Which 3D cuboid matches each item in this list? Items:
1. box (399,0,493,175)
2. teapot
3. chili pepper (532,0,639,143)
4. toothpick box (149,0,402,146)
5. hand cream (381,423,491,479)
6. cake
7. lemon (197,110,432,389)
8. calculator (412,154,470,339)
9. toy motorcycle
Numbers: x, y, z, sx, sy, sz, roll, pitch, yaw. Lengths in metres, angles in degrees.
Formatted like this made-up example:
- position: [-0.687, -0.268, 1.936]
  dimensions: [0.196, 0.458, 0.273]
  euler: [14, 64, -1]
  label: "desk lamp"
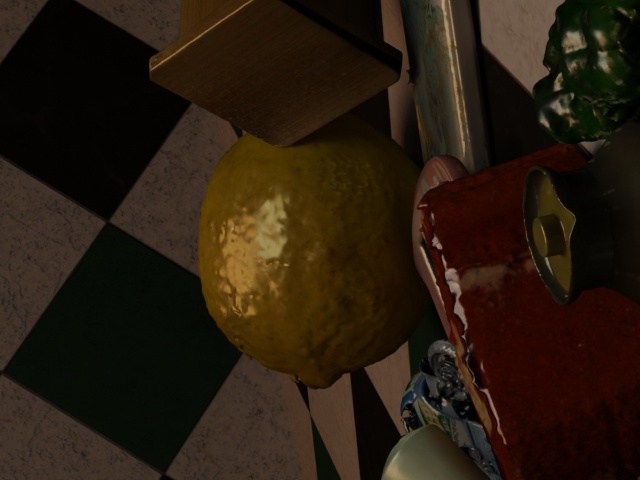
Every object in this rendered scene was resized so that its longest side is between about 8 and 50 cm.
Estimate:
- position: [0.116, -0.183, 1.688]
  dimensions: [0.142, 0.044, 0.285]
  euler: [-146, 45, -70]
  label: "box"
- position: [0.200, -0.010, 1.199]
  dimensions: [0.165, 0.119, 0.130]
  euler: [132, 127, -78]
  label: "teapot"
- position: [0.194, -0.128, 1.212]
  dimensions: [0.253, 0.083, 0.099]
  euler: [127, 140, -83]
  label: "chili pepper"
- position: [-0.042, -0.285, 1.796]
  dimensions: [0.190, 0.187, 0.308]
  euler: [-32, 45, 40]
  label: "toothpick box"
- position: [0.176, 0.262, 1.358]
  dimensions: [0.321, 0.067, 0.109]
  euler: [41, 177, 18]
  label: "hand cream"
- position: [0.173, 0.067, 1.363]
  dimensions: [0.177, 0.151, 0.283]
  euler: [63, -174, -64]
  label: "cake"
- position: [0.000, 0.000, 1.914]
  dimensions: [0.268, 0.268, 0.321]
  euler: [162, 116, -80]
  label: "lemon"
- position: [0.143, 0.041, 1.655]
  dimensions: [0.329, 0.048, 0.220]
  euler: [89, 162, -74]
  label: "calculator"
- position: [0.149, 0.189, 1.615]
  dimensions: [0.135, 0.092, 0.254]
  euler: [0, 128, 55]
  label: "toy motorcycle"
